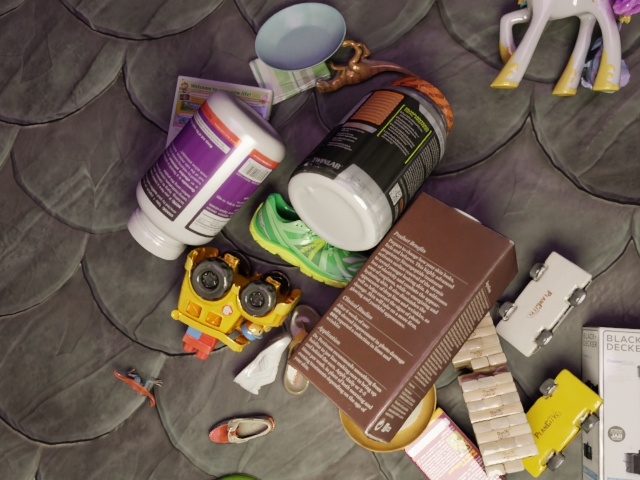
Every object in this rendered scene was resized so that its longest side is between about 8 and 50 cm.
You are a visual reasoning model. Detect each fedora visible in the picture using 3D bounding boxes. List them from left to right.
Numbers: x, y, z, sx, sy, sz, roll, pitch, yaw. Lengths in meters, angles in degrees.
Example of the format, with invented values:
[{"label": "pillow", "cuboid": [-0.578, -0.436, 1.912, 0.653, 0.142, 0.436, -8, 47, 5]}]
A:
[{"label": "fedora", "cuboid": [0.110, 0.285, 1.018, 0.194, 0.079, 0.194, -17, 53, 23]}]

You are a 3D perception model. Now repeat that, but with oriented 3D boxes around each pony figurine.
[{"label": "pony figurine", "cuboid": [0.497, -0.461, 1.036, 0.351, 0.303, 0.363, 7, 98, 17]}]

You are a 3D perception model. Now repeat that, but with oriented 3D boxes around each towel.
[{"label": "towel", "cuboid": [-0.067, -0.366, 1.195, 0.152, 0.023, 0.113, -24, 81, 3]}]

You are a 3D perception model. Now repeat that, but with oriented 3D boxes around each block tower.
[{"label": "block tower", "cuboid": [0.285, 0.234, 0.989, 0.091, 0.097, 0.335, -16, 65, 8]}]

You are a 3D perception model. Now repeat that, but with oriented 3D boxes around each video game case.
[{"label": "video game case", "cuboid": [-0.217, -0.238, 1.183, 0.212, 0.023, 0.193, 11, 92, 9]}]

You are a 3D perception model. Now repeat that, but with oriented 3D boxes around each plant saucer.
[{"label": "plant saucer", "cuboid": [-0.040, -0.416, 1.168, 0.195, 0.037, 0.195, -6, 61, 10]}]

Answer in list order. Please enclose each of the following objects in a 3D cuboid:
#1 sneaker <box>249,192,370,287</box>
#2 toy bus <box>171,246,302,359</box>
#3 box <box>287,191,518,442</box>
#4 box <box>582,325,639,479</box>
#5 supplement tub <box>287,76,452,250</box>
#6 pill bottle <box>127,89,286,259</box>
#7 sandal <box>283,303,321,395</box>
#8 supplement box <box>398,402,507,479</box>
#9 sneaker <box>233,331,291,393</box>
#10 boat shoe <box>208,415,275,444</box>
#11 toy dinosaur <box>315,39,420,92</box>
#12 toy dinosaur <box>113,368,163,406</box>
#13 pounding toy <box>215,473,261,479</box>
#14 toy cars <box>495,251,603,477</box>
[{"label": "sneaker", "cuboid": [0.000, 0.000, 1.079, 0.295, 0.109, 0.123, 26, 111, 10]}, {"label": "toy bus", "cuboid": [-0.174, 0.141, 1.085, 0.220, 0.149, 0.211, 24, 99, 7]}, {"label": "box", "cuboid": [0.144, 0.126, 0.951, 0.191, 0.143, 0.381, 36, 84, 33]}, {"label": "box", "cuboid": [0.562, 0.300, 0.989, 0.169, 0.087, 0.290, 4, 82, 8]}, {"label": "supplement tub", "cuboid": [0.102, -0.148, 1.017, 0.193, 0.193, 0.316, 35, 62, 10]}, {"label": "pill bottle", "cuboid": [-0.228, -0.119, 1.083, 0.181, 0.181, 0.323, 46, 103, 11]}, {"label": "sandal", "cuboid": [-0.037, 0.216, 1.096, 0.072, 0.049, 0.180, 10, 83, 8]}, {"label": "supplement box", "cuboid": [0.243, 0.405, 1.018, 0.104, 0.081, 0.188, -43, 79, -1]}, {"label": "sneaker", "cuboid": [-0.102, 0.240, 1.099, 0.061, 0.054, 0.152, 43, 106, -3]}, {"label": "boat shoe", "cuboid": [-0.157, 0.372, 1.093, 0.137, 0.043, 0.049, -12, 83, 7]}, {"label": "toy dinosaur", "cuboid": [0.091, -0.361, 1.165, 0.211, 0.064, 0.112, -13, 93, 6]}, {"label": "toy dinosaur", "cuboid": [-0.366, 0.300, 1.119, 0.082, 0.090, 0.047, 35, 105, 41]}, {"label": "pounding toy", "cuboid": [-0.141, 0.550, 1.031, 0.237, 0.110, 0.183, 17, 85, 10]}, {"label": "toy cars", "cuboid": [0.420, 0.221, 1.017, 0.176, 0.087, 0.394, -8, 77, 37]}]
